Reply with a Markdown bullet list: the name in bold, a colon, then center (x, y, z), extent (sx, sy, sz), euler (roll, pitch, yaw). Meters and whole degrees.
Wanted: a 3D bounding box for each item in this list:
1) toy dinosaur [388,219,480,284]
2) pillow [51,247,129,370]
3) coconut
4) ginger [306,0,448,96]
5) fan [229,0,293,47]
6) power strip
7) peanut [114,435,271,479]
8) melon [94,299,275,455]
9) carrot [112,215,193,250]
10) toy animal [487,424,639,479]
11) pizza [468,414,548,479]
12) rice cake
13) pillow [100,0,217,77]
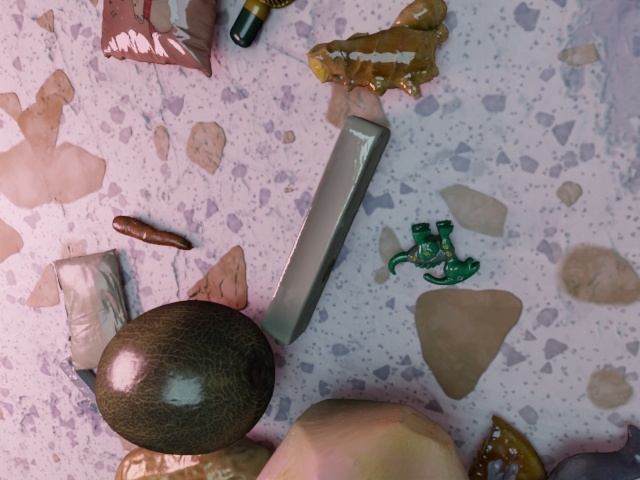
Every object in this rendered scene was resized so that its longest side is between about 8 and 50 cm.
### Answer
- **toy dinosaur**: center (0.165, 0.024, 0.735), extent (0.132, 0.059, 0.096), euler (-11, 102, 12)
- **pillow**: center (-0.436, 0.137, 0.957), extent (0.148, 0.050, 0.230), euler (-8, 97, 13)
- **coconut**: center (0.071, 0.387, 0.693), extent (0.352, 0.352, 0.353), euler (3, 101, 18)
- **ginger**: center (0.089, -0.251, 0.696), extent (0.205, 0.081, 0.115), euler (-19, 107, 14)
- **fan**: center (-0.089, -0.366, 0.755), extent (0.082, 0.039, 0.155), euler (38, 109, 8)
- **power strip**: center (0.001, 0.000, 0.764), extent (0.062, 0.091, 0.385), euler (27, 107, 13)
- **peanut**: center (-0.228, 0.421, 0.893), extent (0.313, 0.149, 0.149), euler (-18, 94, 14)
- **melon**: center (-0.220, 0.215, 0.797), extent (0.301, 0.237, 0.238), euler (-10, 97, 29)
- **carrot**: center (-0.303, -0.010, 0.894), extent (0.165, 0.035, 0.036), euler (19, 105, 12)
- **toy animal**: center (0.326, 0.377, 0.692), extent (0.205, 0.081, 0.367), euler (30, 95, -5)
- **pizza**: center (0.280, 0.363, 0.761), extent (0.131, 0.041, 0.178), euler (-39, 88, 14)
- **rice cake**: center (-0.457, 0.307, 0.996), extent (0.180, 0.042, 0.030), euler (48, 113, 6)
- **pillow**: center (-0.253, -0.389, 0.781), extent (0.223, 0.084, 0.236), euler (11, 105, 14)
